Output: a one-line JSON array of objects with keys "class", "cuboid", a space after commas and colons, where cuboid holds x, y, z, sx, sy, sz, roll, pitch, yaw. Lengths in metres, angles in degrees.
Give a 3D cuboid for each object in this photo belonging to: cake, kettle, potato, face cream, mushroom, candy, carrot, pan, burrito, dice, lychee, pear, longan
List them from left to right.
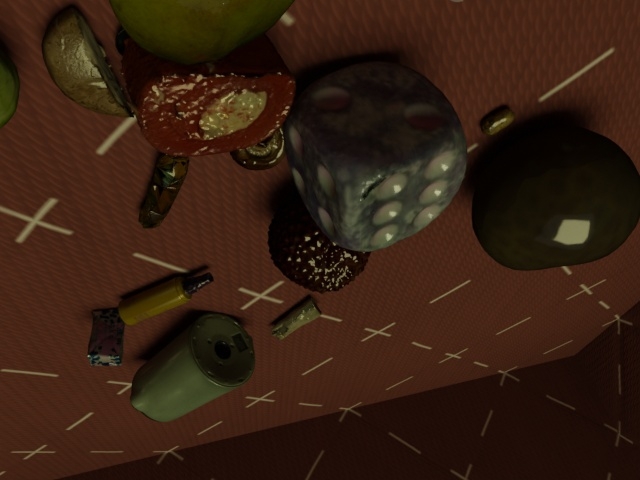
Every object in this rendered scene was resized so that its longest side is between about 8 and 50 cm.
[{"class": "mushroom", "cuboid": [-0.387, -0.271, 0.861, 0.094, 0.072, 0.209, -7, 147, 0]}, {"class": "candy", "cuboid": [-0.604, 0.273, 1.477, 0.092, 0.160, 0.073, 0, 140, -14]}, {"class": "pan", "cuboid": [-0.292, -0.317, 0.878, 0.069, 0.023, 0.115, -26, 144, 11]}, {"class": "carrot", "cuboid": [-0.342, -0.110, 1.131, 0.069, 0.068, 0.228, 6, 141, -31]}, {"class": "face cream", "cuboid": [-0.425, 0.153, 1.455, 0.274, 0.078, 0.078, -23, 146, 8]}, {"class": "kettle", "cuboid": [-0.401, 0.421, 1.760, 0.377, 0.250, 0.361, -36, 171, 30]}, {"class": "pear", "cuboid": [-0.146, -0.371, 0.664, 0.269, 0.268, 0.321, 1, 154, -26]}, {"class": "cake", "cuboid": [-0.191, -0.255, 0.886, 0.283, 0.150, 0.177, -12, 150, -28]}, {"class": "mushroom", "cuboid": [-0.120, -0.219, 1.055, 0.135, 0.080, 0.170, -11, 147, -35]}, {"class": "burrito", "cuboid": [-0.081, 0.271, 1.802, 0.226, 0.060, 0.087, -37, 137, 26]}, {"class": "lychee", "cuboid": [0.000, 0.000, 1.264, 0.265, 0.264, 0.300, 0, 145, -25]}, {"class": "dice", "cuboid": [0.100, -0.162, 1.023, 0.270, 0.271, 0.270, -25, 149, -15]}, {"class": "potato", "cuboid": [0.422, -0.283, 1.245, 0.083, 0.040, 0.051, -33, 156, 24]}, {"class": "longan", "cuboid": [0.590, -0.095, 1.324, 0.405, 0.336, 0.404, 2, 119, 3]}]

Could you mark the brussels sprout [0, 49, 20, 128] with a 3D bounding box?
[{"class": "brussels sprout", "cuboid": [-0.556, -0.234, 0.755, 0.223, 0.161, 0.223, -13, 154, -6]}]
